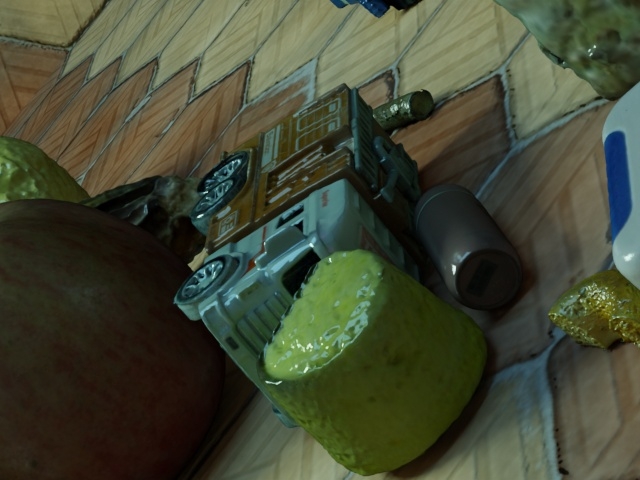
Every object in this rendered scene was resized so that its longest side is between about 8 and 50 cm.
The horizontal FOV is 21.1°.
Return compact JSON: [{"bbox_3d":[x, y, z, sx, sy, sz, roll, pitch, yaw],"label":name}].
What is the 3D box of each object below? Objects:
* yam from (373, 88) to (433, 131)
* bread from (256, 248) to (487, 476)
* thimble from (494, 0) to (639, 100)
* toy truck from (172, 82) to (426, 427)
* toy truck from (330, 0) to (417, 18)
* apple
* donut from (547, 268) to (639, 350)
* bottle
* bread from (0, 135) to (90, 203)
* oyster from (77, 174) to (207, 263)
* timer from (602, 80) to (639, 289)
[{"bbox_3d":[0.054,-0.107,1.548,0.129,0.027,0.033,-22,32,56],"label":"yam"},{"bbox_3d":[0.037,0.078,1.104,0.111,0.114,0.129,-7,50,55],"label":"bread"},{"bbox_3d":[0.223,-0.260,1.192,0.291,0.195,0.291,-43,19,18],"label":"thimble"},{"bbox_3d":[0.000,0.000,1.306,0.162,0.136,0.305,-35,20,15],"label":"toy truck"},{"bbox_3d":[0.057,-0.317,1.812,0.126,0.113,0.208,-40,20,33],"label":"toy truck"},{"bbox_3d":[-0.256,0.104,1.437,0.345,0.269,0.344,-37,31,27],"label":"apple"},{"bbox_3d":[0.166,0.045,0.984,0.067,0.038,0.083,-41,19,17],"label":"donut"},{"bbox_3d":[0.100,0.003,1.189,0.053,0.053,0.140,-47,19,8],"label":"bottle"},{"bbox_3d":[-0.386,0.040,1.946,0.320,0.237,0.320,-47,19,22],"label":"bread"},{"bbox_3d":[-0.212,0.046,1.663,0.100,0.275,0.271,50,120,28],"label":"oyster"},{"bbox_3d":[0.266,-0.081,0.933,0.253,0.078,0.178,-41,23,29],"label":"timer"}]
